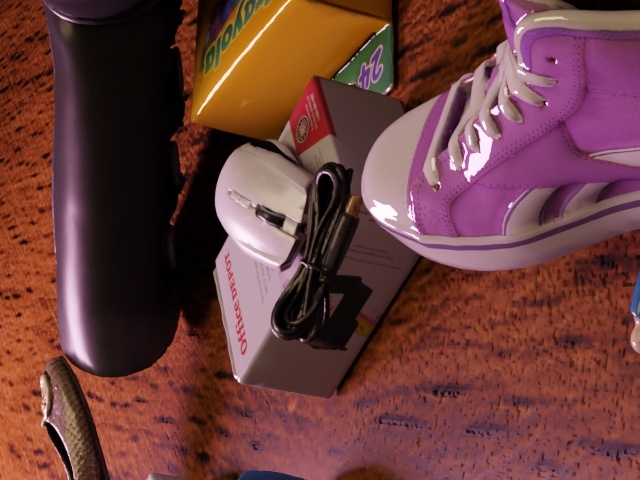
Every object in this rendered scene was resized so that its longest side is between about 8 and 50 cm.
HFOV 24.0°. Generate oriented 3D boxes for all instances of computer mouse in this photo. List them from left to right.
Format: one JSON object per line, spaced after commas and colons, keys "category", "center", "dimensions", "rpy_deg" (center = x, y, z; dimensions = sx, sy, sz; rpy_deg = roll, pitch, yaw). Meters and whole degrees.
{"category": "computer mouse", "center": [-0.032, -0.016, 0.943], "dimensions": [0.193, 0.042, 0.106], "rpy_deg": [40, 116, 63]}

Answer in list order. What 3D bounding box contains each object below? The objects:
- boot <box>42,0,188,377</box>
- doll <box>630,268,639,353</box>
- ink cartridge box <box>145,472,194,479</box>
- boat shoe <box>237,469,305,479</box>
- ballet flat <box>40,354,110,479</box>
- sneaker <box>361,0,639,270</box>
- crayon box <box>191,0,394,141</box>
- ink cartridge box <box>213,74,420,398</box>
{"category": "boot", "center": [-0.180, -0.088, 1.201], "dimensions": [0.367, 0.146, 0.445], "rpy_deg": [-79, -2, -65]}
{"category": "doll", "center": [0.169, 0.029, 0.640], "dimensions": [0.129, 0.046, 0.189], "rpy_deg": [133, 149, -52]}
{"category": "ink cartridge box", "center": [-0.109, 0.248, 1.160], "dimensions": [0.122, 0.052, 0.088], "rpy_deg": [46, 120, 62]}
{"category": "boat shoe", "center": [-0.026, 0.260, 0.932], "dimensions": [0.258, 0.109, 0.089], "rpy_deg": [-81, 10, -55]}
{"category": "ballet flat", "center": [-0.204, 0.219, 1.279], "dimensions": [0.084, 0.058, 0.249], "rpy_deg": [112, 141, -73]}
{"category": "sneaker", "center": [0.093, -0.072, 0.628], "dimensions": [0.282, 0.161, 0.102], "rpy_deg": [-11, 55, 45]}
{"category": "crayon box", "center": [-0.023, -0.221, 1.168], "dimensions": [0.203, 0.083, 0.323], "rpy_deg": [139, 138, -55]}
{"category": "ink cartridge box", "center": [0.000, 0.000, 1.009], "dimensions": [0.175, 0.072, 0.127], "rpy_deg": [-60, 29, 34]}
